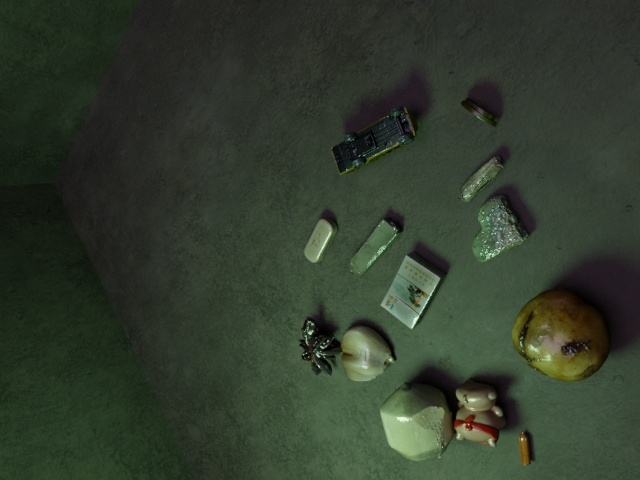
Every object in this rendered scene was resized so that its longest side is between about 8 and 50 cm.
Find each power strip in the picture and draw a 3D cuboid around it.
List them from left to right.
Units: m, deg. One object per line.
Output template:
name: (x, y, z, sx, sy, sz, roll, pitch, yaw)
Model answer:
power strip: (0.199, 0.032, 1.887, 0.080, 0.048, 0.286, 51, 125, 22)

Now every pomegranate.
pomegranate: (0.682, 0.276, 1.436, 0.260, 0.260, 0.261, 8, 104, 37)

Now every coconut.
coconut: (0.340, 0.618, 1.767, 0.244, 0.245, 0.248, -5, 103, 39)

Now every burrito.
burrito: (0.506, -0.190, 1.605, 0.188, 0.045, 0.058, -48, 44, 36)

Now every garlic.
garlic: (0.164, 0.441, 1.957, 0.227, 0.110, 0.218, -11, 88, 39)

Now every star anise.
star anise: (-0.012, 0.444, 2.091, 0.212, 0.129, 0.283, 12, 115, 43)

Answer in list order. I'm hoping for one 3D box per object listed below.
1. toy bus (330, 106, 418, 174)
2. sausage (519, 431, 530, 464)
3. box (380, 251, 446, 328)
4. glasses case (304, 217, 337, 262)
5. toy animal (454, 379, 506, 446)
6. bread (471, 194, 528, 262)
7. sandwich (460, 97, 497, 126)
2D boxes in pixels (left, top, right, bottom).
toy bus: (0.195, -0.345, 1.771, 0.335, 0.123, 0.121, -23, 83, 39)
sausage: (0.667, 0.676, 1.648, 0.031, 0.031, 0.107, -5, 94, 39)
box: (0.329, 0.179, 1.800, 0.149, 0.067, 0.233, 37, 120, 28)
glasses case: (0.000, 0.000, 2.038, 0.083, 0.050, 0.196, 41, 121, 28)
toy animal: (0.524, 0.577, 1.671, 0.171, 0.171, 0.198, 0, 91, 38)
bread: (0.562, -0.022, 1.580, 0.172, 0.064, 0.232, 23, 114, 35)
sandwich: (0.490, -0.400, 1.561, 0.135, 0.067, 0.029, 44, 118, 23)
